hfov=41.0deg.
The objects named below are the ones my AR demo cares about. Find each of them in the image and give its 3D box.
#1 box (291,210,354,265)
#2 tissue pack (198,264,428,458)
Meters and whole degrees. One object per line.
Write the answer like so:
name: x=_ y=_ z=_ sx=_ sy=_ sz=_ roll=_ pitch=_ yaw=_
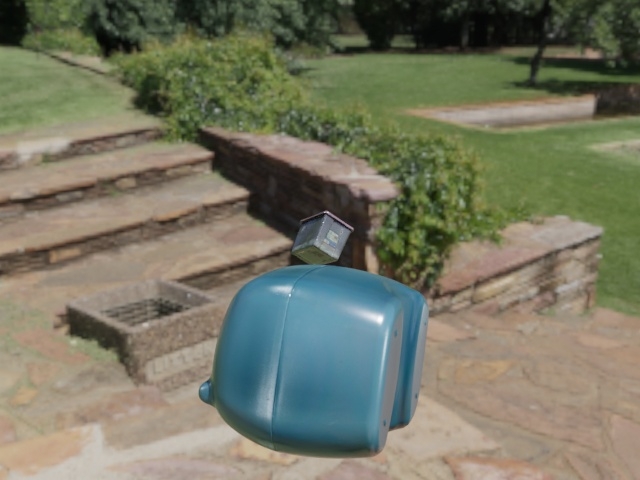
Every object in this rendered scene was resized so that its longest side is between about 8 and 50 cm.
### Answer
box: x=0.000 y=0.000 z=1.336 sx=0.060 sy=0.063 sz=0.084 roll=31 pitch=-23 yaw=-24
tissue pack: x=-0.001 y=0.126 z=0.951 sx=0.206 sy=0.198 sz=0.287 roll=8 pitch=2 yaw=15
